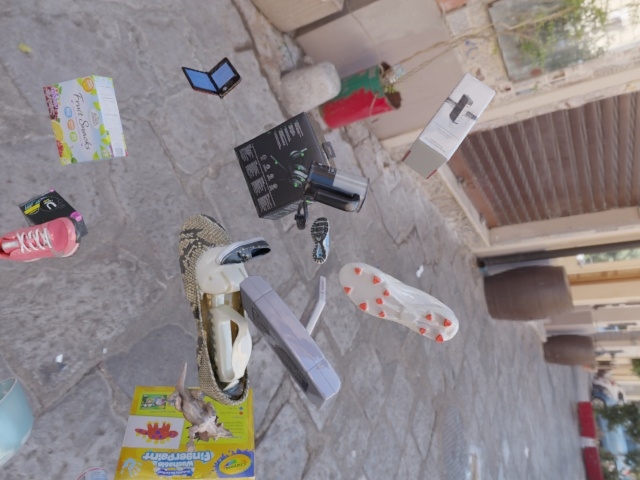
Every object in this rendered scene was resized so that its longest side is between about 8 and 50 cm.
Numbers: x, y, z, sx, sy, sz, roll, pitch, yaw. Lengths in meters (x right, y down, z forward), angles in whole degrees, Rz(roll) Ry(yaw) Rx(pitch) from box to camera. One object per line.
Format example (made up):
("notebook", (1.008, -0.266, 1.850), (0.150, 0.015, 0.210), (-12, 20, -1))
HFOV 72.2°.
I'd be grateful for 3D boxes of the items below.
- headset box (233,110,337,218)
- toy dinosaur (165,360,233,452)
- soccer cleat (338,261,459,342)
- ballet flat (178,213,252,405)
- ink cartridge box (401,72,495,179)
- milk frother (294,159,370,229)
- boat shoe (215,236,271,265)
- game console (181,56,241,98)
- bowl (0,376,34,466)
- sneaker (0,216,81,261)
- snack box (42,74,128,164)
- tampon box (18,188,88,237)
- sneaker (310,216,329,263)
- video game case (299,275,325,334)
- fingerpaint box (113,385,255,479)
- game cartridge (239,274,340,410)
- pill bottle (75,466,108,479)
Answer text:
("headset box", (-0.090, -0.231, 1.384), (0.246, 0.283, 0.131), (68, 18, 7))
("toy dinosaur", (-0.400, 0.537, 1.393), (0.127, 0.200, 0.295), (-28, 85, -19))
("soccer cleat", (0.118, 0.092, 0.677), (0.068, 0.196, 0.076), (-64, 172, 16))
("ballet flat", (-0.234, 0.172, 1.075), (0.164, 0.182, 0.482), (-9, 96, -36))
("ink cartridge box", (0.394, -0.352, 1.370), (0.273, 0.114, 0.197), (-52, 178, -10))
("milk frother", (0.022, -0.085, 0.980), (0.143, 0.135, 0.129), (114, -9, -48))
("boat shoe", (-0.168, 0.027, 0.973), (0.142, 0.040, 0.049), (-25, 146, -46))
("game console", (-0.319, -0.488, 1.282), (0.085, 0.124, 0.144), (39, 15, -54))
("bowl", (-1.004, 0.582, 1.316), (0.163, 0.312, 0.311), (58, 36, -21))
("sneaker", (-0.829, 0.012, 1.269), (0.136, 0.314, 0.115), (-14, 90, -66))
("snack box", (-0.620, -0.314, 1.162), (0.070, 0.175, 0.207), (-39, 124, -68))
("tampon box", (-0.881, -0.067, 1.452), (0.120, 0.161, 0.101), (-42, 160, -34))
("sneaker", (0.000, 0.000, 1.514), (0.073, 0.063, 0.162), (35, 59, -78))
("video game case", (-0.034, 0.226, 1.314), (0.183, 0.023, 0.201), (-87, -159, -73))
("fingerpaint box", (-0.474, 0.734, 1.597), (0.371, 0.445, 0.163), (-107, -154, -55))
("game cartridge", (-0.068, 0.216, 0.932), (0.062, 0.198, 0.297), (-31, 69, -25))
("pill bottle", (-0.664, 0.760, 1.293), (0.087, 0.160, 0.087), (-19, 126, -28))
